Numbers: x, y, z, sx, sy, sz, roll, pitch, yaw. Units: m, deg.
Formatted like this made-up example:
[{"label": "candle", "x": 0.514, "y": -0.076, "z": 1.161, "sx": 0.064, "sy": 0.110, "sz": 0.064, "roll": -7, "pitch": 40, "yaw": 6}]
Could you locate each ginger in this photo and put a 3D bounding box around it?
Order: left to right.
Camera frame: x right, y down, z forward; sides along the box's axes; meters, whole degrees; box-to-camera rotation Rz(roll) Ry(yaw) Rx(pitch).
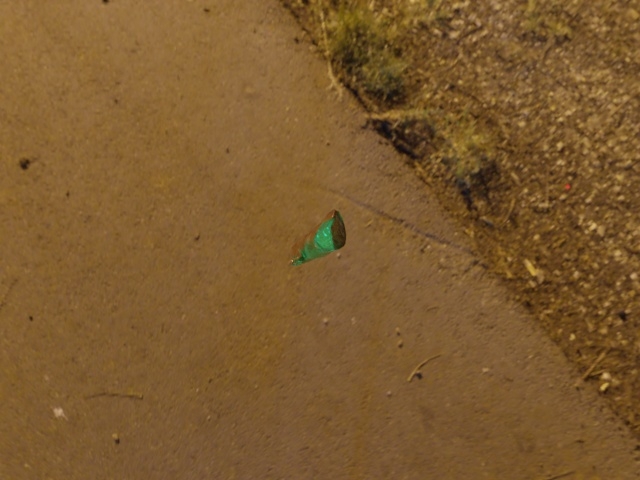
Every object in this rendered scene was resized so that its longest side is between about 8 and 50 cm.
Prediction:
[{"label": "ginger", "x": -0.003, "y": 0.003, "z": 0.968, "sx": 0.044, "sy": 0.137, "sz": 0.057, "roll": 19, "pitch": 60, "yaw": -23}]
